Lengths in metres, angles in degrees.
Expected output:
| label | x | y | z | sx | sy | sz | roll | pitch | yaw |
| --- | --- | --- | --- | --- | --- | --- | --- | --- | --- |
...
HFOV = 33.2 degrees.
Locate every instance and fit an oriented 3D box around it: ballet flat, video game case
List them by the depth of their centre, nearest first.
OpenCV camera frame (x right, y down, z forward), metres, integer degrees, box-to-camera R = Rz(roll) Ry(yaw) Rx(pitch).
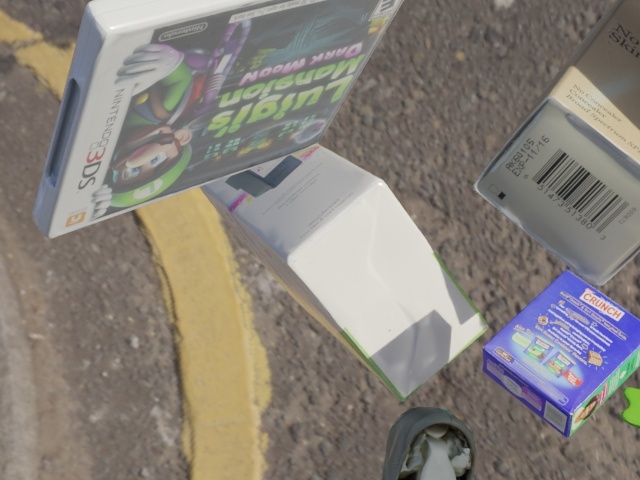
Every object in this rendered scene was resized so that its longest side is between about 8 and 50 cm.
| label | x | y | z | sx | sy | sz | roll | pitch | yaw |
| --- | --- | --- | --- | --- | --- | --- | --- | --- | --- |
| video game case | -0.050 | -0.079 | 0.564 | 0.190 | 0.173 | 0.022 | -23 | 71 | -33 |
| ballet flat | 0.063 | 0.220 | 0.741 | 0.072 | 0.068 | 0.213 | 12 | 79 | -13 |

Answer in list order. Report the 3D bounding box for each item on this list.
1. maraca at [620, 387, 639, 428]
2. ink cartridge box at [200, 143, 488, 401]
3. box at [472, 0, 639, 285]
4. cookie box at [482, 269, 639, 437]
| label | x | y | z | sx | sy | sz | roll | pitch | yaw |
| --- | --- | --- | --- | --- | --- | --- | --- | --- | --- |
| maraca | 0.471 | 0.249 | 1.380 | 0.127 | 0.099 | 0.185 | -30 | 63 | -23 |
| ink cartridge box | 0.000 | 0.000 | 1.129 | 0.119 | 0.207 | 0.353 | -41 | 27 | -6 |
| box | 0.275 | -0.112 | 0.988 | 0.148 | 0.121 | 0.311 | 38 | 42 | 2 |
| cookie box | 0.199 | 0.089 | 0.866 | 0.107 | 0.040 | 0.092 | -38 | 58 | -22 |
